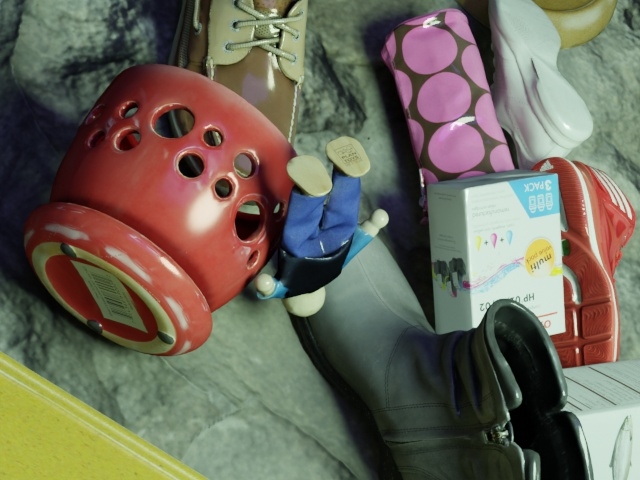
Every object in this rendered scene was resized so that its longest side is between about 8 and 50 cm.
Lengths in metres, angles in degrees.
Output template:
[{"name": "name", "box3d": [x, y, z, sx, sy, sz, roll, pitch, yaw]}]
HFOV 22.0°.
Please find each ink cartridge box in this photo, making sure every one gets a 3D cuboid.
[{"name": "ink cartridge box", "box3d": [0.156, 0.034, 1.445, 0.104, 0.061, 0.181, -10, 102, -30]}]

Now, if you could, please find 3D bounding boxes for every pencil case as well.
[{"name": "pencil case", "box3d": [0.118, -0.112, 1.544, 0.098, 0.095, 0.209, -13, 66, -1]}]

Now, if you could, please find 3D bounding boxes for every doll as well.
[{"name": "doll", "box3d": [0.000, 0.000, 1.305, 0.129, 0.189, 0.046, -27, 61, -28]}]

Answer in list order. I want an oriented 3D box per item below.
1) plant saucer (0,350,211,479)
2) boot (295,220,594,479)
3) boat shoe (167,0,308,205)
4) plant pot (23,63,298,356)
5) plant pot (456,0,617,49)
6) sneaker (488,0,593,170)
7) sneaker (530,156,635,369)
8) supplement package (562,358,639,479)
[{"name": "plant saucer", "box3d": [-0.204, 0.212, 1.134, 0.333, 0.081, 0.332, 32, 34, -3]}, {"name": "boot", "box3d": [0.103, 0.092, 1.341, 0.118, 0.223, 0.338, -18, 73, -31]}, {"name": "boat shoe", "box3d": [-0.069, -0.188, 1.471, 0.123, 0.116, 0.324, 5, 62, -23]}, {"name": "plant pot", "box3d": [-0.132, -0.018, 1.312, 0.191, 0.191, 0.174, 37, 62, -4]}, {"name": "plant pot", "box3d": [0.219, -0.309, 1.730, 0.236, 0.032, 0.236, 11, 61, -21]}, {"name": "sneaker", "box3d": [0.189, -0.155, 1.602, 0.080, 0.094, 0.212, 15, 44, -31]}, {"name": "sneaker", "box3d": [0.264, 0.031, 1.538, 0.128, 0.087, 0.221, -2, 85, -49]}, {"name": "supplement package", "box3d": [0.238, 0.173, 1.413, 0.179, 0.105, 0.105, -6, 108, -28]}]
